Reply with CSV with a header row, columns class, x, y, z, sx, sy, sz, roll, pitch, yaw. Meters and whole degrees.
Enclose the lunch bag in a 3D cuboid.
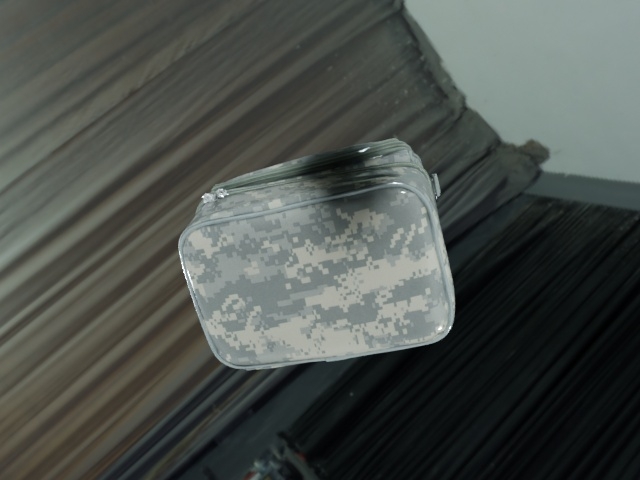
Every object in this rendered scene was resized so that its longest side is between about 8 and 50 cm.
class,x,y,z,sx,sy,sz,roll,pitch,yaw
lunch bag,0.000,0.000,0.891,0.256,0.305,0.212,-75,-29,-67
